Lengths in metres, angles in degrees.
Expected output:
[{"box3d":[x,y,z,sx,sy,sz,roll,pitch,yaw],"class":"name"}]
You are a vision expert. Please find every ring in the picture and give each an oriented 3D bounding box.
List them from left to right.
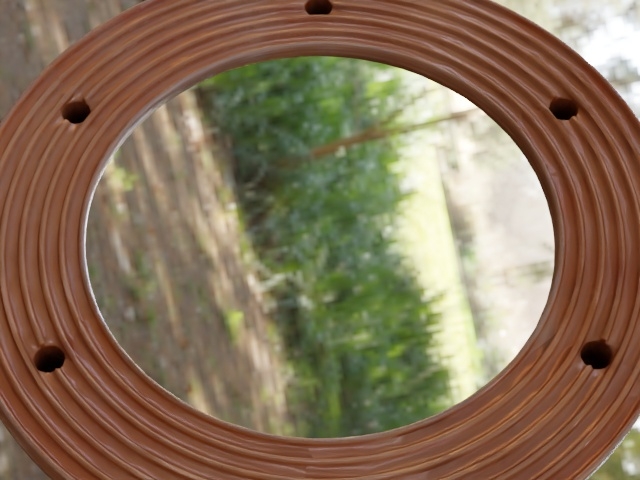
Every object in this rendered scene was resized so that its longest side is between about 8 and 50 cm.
[{"box3d":[0.000,0.000,0.671,0.032,0.336,0.337,92,-7,-56],"class":"ring"}]
